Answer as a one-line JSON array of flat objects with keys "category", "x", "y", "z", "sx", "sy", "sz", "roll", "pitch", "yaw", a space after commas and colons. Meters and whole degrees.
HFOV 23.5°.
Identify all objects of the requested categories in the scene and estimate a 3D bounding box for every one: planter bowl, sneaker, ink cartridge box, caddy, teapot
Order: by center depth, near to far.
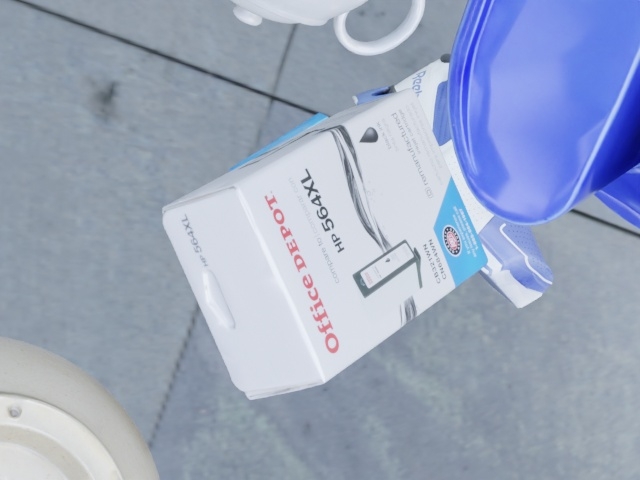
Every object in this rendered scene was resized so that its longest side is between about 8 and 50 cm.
[{"category": "planter bowl", "x": -0.127, "y": 0.108, "z": 0.561, "sx": 0.162, "sy": 0.109, "sz": 0.162, "roll": 4, "pitch": 79, "yaw": -19}, {"category": "caddy", "x": 0.215, "y": -0.124, "z": 0.776, "sx": 0.241, "sy": 0.179, "sz": 0.341, "roll": 30, "pitch": 128, "yaw": 17}, {"category": "ink cartridge box", "x": 0.008, "y": 0.000, "z": 1.081, "sx": 0.086, "sy": 0.203, "sz": 0.148, "roll": -15, "pitch": 103, "yaw": 44}, {"category": "teapot", "x": -0.033, "y": -0.313, "z": 1.651, "sx": 0.256, "sy": 0.252, "sz": 0.187, "roll": 36, "pitch": 114, "yaw": 19}, {"category": "sneaker", "x": 0.178, "y": -0.100, "z": 1.660, "sx": 0.182, "sy": 0.127, "sz": 0.315, "roll": -37, "pitch": 56, "yaw": 7}]

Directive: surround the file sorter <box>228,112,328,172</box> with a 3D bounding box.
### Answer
[{"category": "file sorter", "x": 0.000, "y": 0.000, "z": 1.360, "sx": 0.104, "sy": 0.118, "sz": 0.170, "roll": 28, "pitch": 136, "yaw": 33}]
